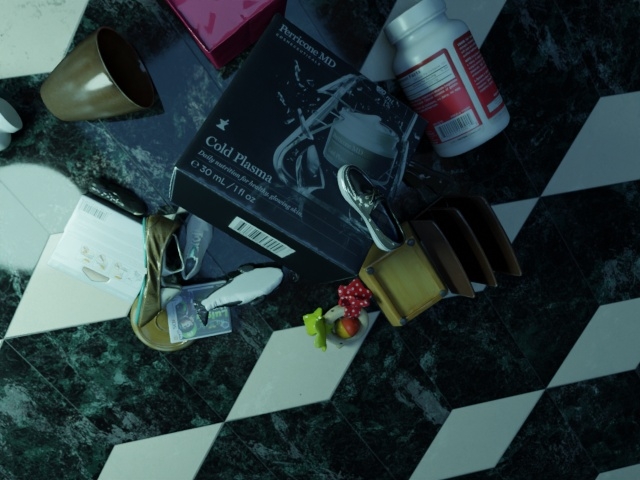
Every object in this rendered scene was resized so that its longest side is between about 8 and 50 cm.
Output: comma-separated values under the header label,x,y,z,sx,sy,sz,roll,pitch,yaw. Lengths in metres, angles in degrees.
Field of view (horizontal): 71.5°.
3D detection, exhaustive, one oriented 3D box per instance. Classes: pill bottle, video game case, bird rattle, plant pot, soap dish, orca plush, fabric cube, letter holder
label,x,y,z,sx,sy,sz,roll,pitch,yaw
pill bottle,-0.944,-0.279,1.177,0.264,0.146,0.146,-26,105,-2
video game case,-0.384,0.223,1.403,0.191,0.022,0.173,-8,99,-21
bird rattle,0.075,0.256,1.471,0.253,0.143,0.207,-40,125,-1
pill bottle,0.351,-0.466,1.270,0.229,0.229,0.407,-32,105,0
plant pot,-0.488,0.252,1.421,0.237,0.032,0.236,-2,103,-7
plant pot,-0.607,-0.412,1.180,0.231,0.215,0.215,-19,105,12
soap dish,0.266,0.119,1.449,0.229,0.118,0.290,-34,106,1
orca plush,-0.243,0.182,1.400,0.287,0.151,0.102,-36,148,-23
fabric cube,-0.255,-0.636,1.133,0.259,0.258,0.254,-37,104,1
letter holder,0.460,0.020,1.386,0.152,0.214,0.301,-37,106,-16

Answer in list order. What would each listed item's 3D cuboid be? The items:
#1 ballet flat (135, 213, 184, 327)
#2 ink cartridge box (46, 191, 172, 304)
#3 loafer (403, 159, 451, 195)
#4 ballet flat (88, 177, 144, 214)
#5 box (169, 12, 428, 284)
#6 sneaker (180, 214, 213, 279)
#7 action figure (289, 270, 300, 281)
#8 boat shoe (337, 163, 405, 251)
label,x,y,z,sx,sy,sz,roll,pitch,yaw
ballet flat,-0.464,0.094,1.297,0.124,0.116,0.342,5,97,-17
ink cartridge box,-0.628,0.027,1.336,0.275,0.060,0.238,30,98,-14
loafer,0.307,-0.200,1.400,0.220,0.080,0.078,19,99,-12
ballet flat,-0.602,-0.128,1.318,0.173,0.057,0.049,33,137,-13
box,-0.057,-0.207,1.163,0.480,0.297,0.471,31,71,-13
sneaker,-0.380,0.020,1.350,0.080,0.094,0.212,12,101,-9
action figure,0.000,0.000,1.380,0.276,0.141,0.164,-34,98,-24
boat shoe,0.122,-0.078,1.010,0.080,0.076,0.228,-30,95,-24
